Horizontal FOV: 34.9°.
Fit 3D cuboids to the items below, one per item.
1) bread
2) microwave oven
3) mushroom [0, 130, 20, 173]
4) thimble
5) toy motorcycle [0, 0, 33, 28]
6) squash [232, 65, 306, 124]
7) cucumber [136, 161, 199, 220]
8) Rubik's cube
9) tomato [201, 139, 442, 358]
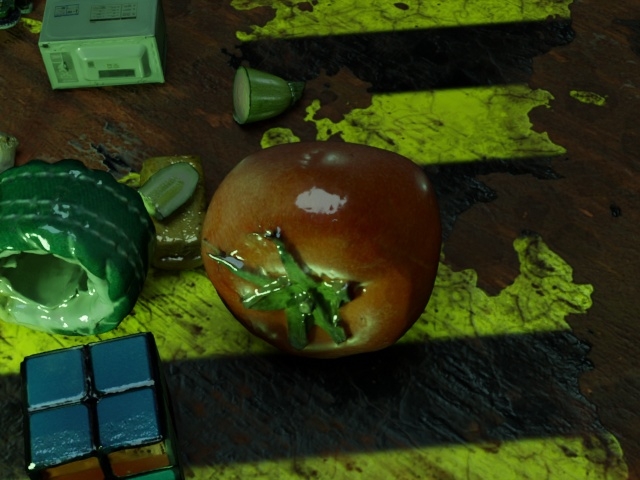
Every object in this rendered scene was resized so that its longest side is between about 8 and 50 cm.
[{"bbox_3d":[-0.231,-0.047,1.630,0.114,0.083,0.211,-4,51,-8],"label":"bread"},{"bbox_3d":[-0.393,-0.365,1.864,0.208,0.122,0.162,-3,52,0],"label":"microwave oven"},{"bbox_3d":[-0.557,-0.103,1.708,0.059,0.054,0.202,5,56,4],"label":"mushroom"},{"bbox_3d":[-0.387,0.014,1.477,0.288,0.254,0.167,-4,50,18],"label":"thimble"},{"bbox_3d":[-0.654,-0.505,1.988,0.187,0.124,0.274,8,52,-4],"label":"toy motorcycle"},{"bbox_3d":[-0.081,-0.255,1.801,0.132,0.105,0.105,-2,49,-24],"label":"squash"},{"bbox_3d":[-0.233,-0.078,1.580,0.067,0.035,0.107,43,53,4],"label":"cucumber"},{"bbox_3d":[-0.284,0.248,1.336,0.183,0.180,0.167,-12,53,-5],"label":"Rubik's cube"},{"bbox_3d":[0.000,0.000,1.424,0.342,0.341,0.272,5,46,6],"label":"tomato"}]
